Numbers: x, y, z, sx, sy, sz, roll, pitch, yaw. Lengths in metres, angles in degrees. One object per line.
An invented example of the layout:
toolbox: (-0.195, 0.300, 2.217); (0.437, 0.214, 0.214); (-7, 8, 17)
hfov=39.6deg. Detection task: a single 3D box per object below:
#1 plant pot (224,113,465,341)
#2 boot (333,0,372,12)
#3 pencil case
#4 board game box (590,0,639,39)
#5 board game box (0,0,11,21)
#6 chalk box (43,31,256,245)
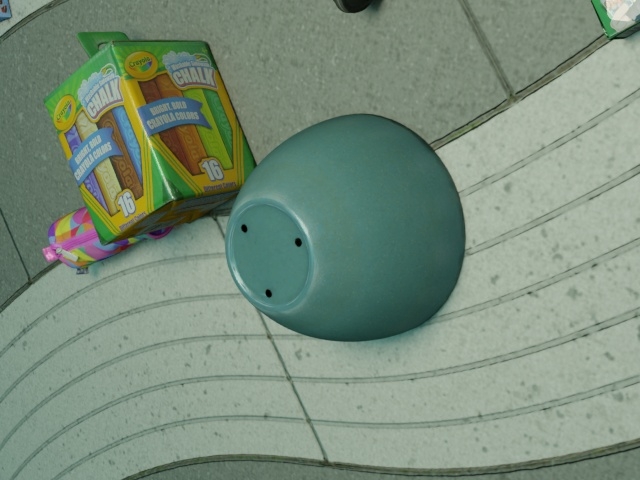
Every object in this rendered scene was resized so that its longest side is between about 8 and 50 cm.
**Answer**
plant pot: (0.000, 0.000, 1.072); (0.290, 0.195, 0.290); (10, 107, 36)
boot: (-0.030, -0.400, 1.084); (0.229, 0.091, 0.262); (4, 99, 43)
pencil case: (-0.331, -0.021, 1.391); (0.236, 0.104, 0.104); (-21, 87, 39)
board game box: (0.362, -0.353, 0.798); (0.317, 0.046, 0.213); (-27, 83, 39)
board game box: (-0.619, -0.474, 1.547); (0.160, 0.039, 0.211); (-8, 97, 39)
chalk box: (-0.243, -0.168, 1.234); (0.179, 0.180, 0.289); (-25, 86, 39)
